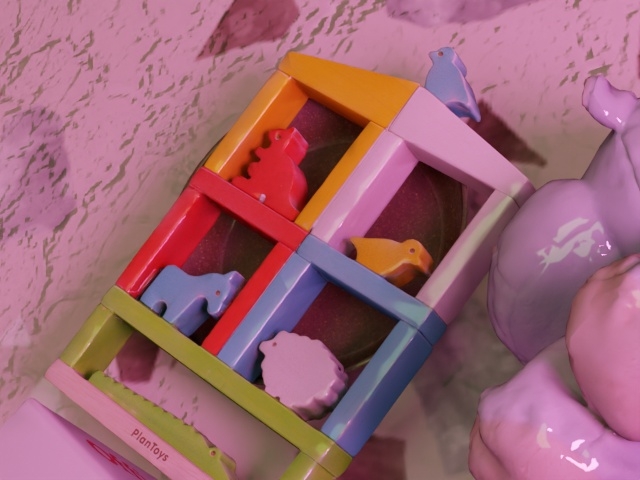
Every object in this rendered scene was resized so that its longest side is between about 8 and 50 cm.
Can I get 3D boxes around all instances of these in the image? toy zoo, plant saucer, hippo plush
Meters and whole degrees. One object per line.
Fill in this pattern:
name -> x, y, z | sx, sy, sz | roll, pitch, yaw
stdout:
toy zoo -> -0.007, 0.010, 0.959 | 0.192, 0.030, 0.293 | 31, 81, 35
plant saucer -> 0.000, 0.000, 1.003 | 0.198, 0.036, 0.199 | -11, 61, 21
hippo plush -> 0.168, 0.016, 0.788 | 0.294, 0.234, 0.237 | -47, 40, 21

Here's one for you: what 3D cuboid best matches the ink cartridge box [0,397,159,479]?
ink cartridge box -> -0.040, 0.239, 0.782 | 0.129, 0.223, 0.307 | -49, 54, -4
